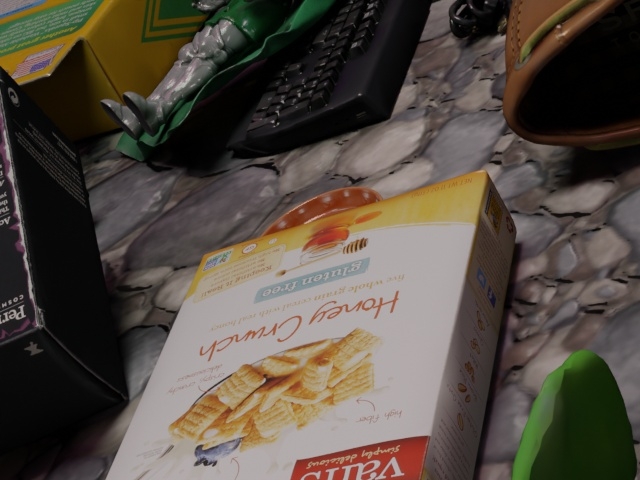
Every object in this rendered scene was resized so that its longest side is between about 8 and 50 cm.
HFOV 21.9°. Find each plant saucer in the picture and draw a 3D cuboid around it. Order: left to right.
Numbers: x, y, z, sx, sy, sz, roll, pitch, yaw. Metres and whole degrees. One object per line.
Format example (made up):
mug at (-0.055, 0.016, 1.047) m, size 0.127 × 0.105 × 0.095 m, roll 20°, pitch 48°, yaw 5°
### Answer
plant saucer at (0.000, 0.000, 0.920) m, size 0.083 × 0.013 × 0.083 m, roll -23°, pitch 29°, yaw 13°

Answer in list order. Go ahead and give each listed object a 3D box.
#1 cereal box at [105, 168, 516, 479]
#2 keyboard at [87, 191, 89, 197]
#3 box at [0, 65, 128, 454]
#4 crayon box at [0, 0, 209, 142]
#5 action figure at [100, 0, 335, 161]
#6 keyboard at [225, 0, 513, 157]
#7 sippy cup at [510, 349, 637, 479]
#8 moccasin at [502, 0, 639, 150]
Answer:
cereal box at (-0.006, 0.071, 0.767) m, size 0.173 × 0.047 × 0.240 m, roll -17°, pitch 30°, yaw 24°
keyboard at (-0.211, -0.021, 1.156) m, size 0.192 × 0.038 × 0.100 m, roll 12°, pitch 71°, yaw 51°
box at (-0.256, 0.046, 0.925) m, size 0.261 × 0.103 × 0.184 m, roll -24°, pitch 53°, yaw 11°
crayon box at (-0.204, -0.160, 1.317) m, size 0.203 × 0.083 × 0.323 m, roll -13°, pitch 31°, yaw 30°
action figure at (-0.049, -0.154, 1.145) m, size 0.232 × 0.063 × 0.137 m, roll -44°, pitch 18°, yaw -20°
keyboard at (0.053, -0.171, 1.145) m, size 0.201 × 0.033 × 0.317 m, roll -16°, pitch 31°, yaw 25°
sippy cup at (0.219, 0.048, 0.423) m, size 0.305 × 0.240 × 0.224 m, roll 24°, pitch 34°, yaw 11°
moccasin at (0.253, -0.135, 0.769) m, size 0.380 × 0.139 × 0.147 m, roll -14°, pitch 32°, yaw 29°
